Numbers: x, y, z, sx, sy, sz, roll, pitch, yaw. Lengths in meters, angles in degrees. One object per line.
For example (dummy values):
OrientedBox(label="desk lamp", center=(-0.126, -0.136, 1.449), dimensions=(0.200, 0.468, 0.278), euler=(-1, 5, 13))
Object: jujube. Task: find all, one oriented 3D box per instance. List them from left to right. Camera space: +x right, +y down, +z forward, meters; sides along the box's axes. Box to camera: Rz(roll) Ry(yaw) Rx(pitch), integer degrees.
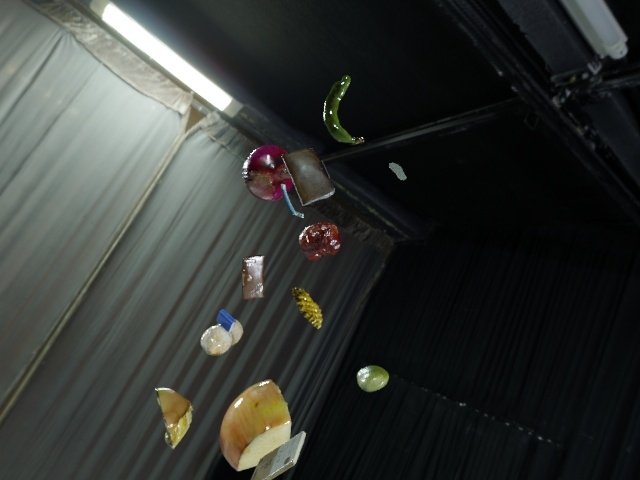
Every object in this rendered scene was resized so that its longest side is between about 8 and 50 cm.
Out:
OrientedBox(label="jujube", center=(0.000, 0.000, 2.488), dimensions=(0.232, 0.213, 0.213), euler=(-14, -26, 10))

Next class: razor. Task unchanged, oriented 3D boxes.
OrientedBox(label="razor", center=(-0.143, -0.180, 2.032), dimensions=(0.068, 0.037, 0.191), euler=(22, -31, 44))

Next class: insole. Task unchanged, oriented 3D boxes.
OrientedBox(label="insole", center=(0.377, -0.339, 2.137), dimensions=(0.153, 0.053, 0.002), euler=(-108, -172, -46))

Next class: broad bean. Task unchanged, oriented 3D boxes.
OrientedBox(label="broad bean", center=(0.082, -0.520, 1.779), dimensions=(0.144, 0.292, 0.049), euler=(-12, -3, 3))
OrientedBox(label="broad bean", center=(0.203, 0.542, 1.706), dimensions=(0.174, 0.124, 0.082), euler=(164, -93, -79))

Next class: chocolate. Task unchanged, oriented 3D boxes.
OrientedBox(label="chocolate", center=(-0.450, 0.438, 1.998), dimensions=(0.134, 0.134, 0.309), euler=(27, 8, 6))

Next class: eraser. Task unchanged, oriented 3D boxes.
OrientedBox(label="eraser", center=(-0.411, 0.349, 1.903), dimensions=(0.084, 0.063, 0.027), euler=(38, 33, 20))

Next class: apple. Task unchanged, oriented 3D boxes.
OrientedBox(label="apple", center=(-0.253, 0.717, 1.743), dimensions=(0.252, 0.314, 0.309), euler=(49, -4, -38))

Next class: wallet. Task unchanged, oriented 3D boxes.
OrientedBox(label="wallet", center=(-0.260, 0.145, 1.702), dimensions=(0.095, 0.176, 0.026), euler=(-5, 18, -32))
OrientedBox(label="wallet", center=(-0.041, -0.235, 1.587), dimensions=(0.031, 0.137, 0.255), euler=(83, -13, -58))

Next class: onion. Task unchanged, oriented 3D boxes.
OrientedBox(label="onion", center=(-0.280, -0.409, 2.657), dimensions=(0.347, 0.348, 0.385), euler=(38, -16, -33))

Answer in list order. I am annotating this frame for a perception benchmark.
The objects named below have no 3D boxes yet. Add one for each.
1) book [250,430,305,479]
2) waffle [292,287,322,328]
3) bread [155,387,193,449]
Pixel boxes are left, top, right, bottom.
OrientedBox(label="book", center=(-0.135, 0.680, 1.349), dimensions=(0.016, 0.198, 0.138), euler=(49, 19, -4))
OrientedBox(label="waffle", center=(-0.062, 0.338, 2.216), dimensions=(0.229, 0.051, 0.232), euler=(52, 8, -25))
OrientedBox(label="bread", center=(-0.610, 0.735, 1.861), dimensions=(0.133, 0.174, 0.251), euler=(-10, 30, -24))
